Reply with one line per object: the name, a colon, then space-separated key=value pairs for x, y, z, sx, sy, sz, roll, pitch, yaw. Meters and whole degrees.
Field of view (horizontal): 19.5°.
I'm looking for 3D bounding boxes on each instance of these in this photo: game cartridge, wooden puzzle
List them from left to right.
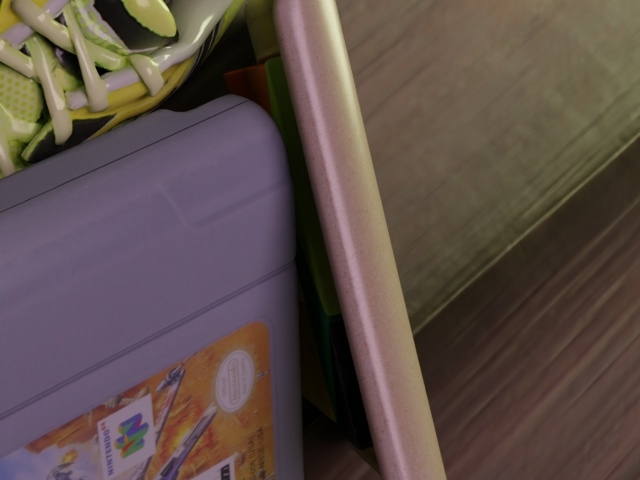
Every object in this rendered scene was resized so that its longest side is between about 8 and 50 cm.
game cartridge: x=-0.092 y=0.109 z=0.725 sx=0.198 sy=0.062 sz=0.297 roll=-31 pitch=133 yaw=-38
wooden puzzle: x=0.000 y=0.000 z=0.798 sx=0.044 sy=0.239 sz=0.221 roll=-14 pitch=95 yaw=-3

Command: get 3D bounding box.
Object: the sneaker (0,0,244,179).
sneaker: x=-0.144 y=-0.068 z=0.722 sx=0.145 sy=0.147 sz=0.384 roll=50 pitch=61 yaw=-25
